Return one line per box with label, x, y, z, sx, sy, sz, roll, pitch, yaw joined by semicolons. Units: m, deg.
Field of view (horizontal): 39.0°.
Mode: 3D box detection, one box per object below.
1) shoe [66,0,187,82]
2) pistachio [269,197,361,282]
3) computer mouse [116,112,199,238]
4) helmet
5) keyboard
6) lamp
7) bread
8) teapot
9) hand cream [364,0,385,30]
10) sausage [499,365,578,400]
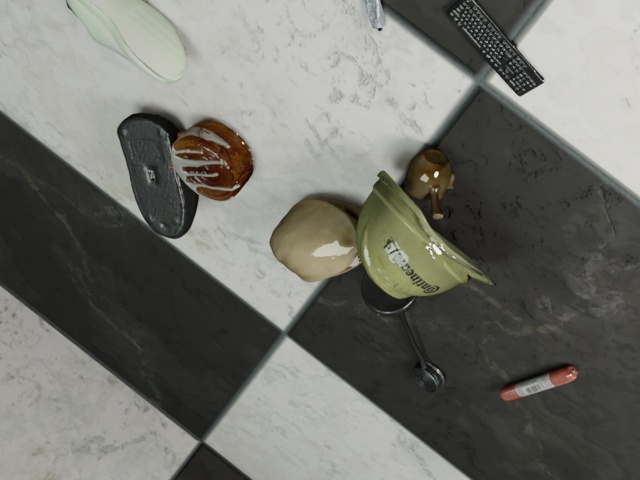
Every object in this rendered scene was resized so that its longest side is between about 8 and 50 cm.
shoe;-0.338;-0.364;1.561;0.265;0.095;0.110;47;153;-4
pistachio;0.000;0.000;1.636;0.223;0.126;0.152;1;96;44
computer mouse;-0.311;-0.137;1.807;0.137;0.086;0.269;4;120;26
helmet;0.141;0.025;1.440;0.257;0.137;0.204;44;-174;-9
keyboard;0.230;-0.255;1.191;0.155;0.010;0.053;45;146;-10
lamp;0.152;0.190;1.730;0.130;0.108;0.371;24;146;28
bread;-0.204;-0.147;1.692;0.160;0.073;0.160;21;146;15
teapot;0.179;-0.083;1.381;0.085;0.110;0.080;0;136;-16
hand cream;0.071;-0.334;1.252;0.030;0.019;0.093;11;132;39
sausage;0.394;0.262;1.649;0.029;0.029;0.223;43;148;-6
